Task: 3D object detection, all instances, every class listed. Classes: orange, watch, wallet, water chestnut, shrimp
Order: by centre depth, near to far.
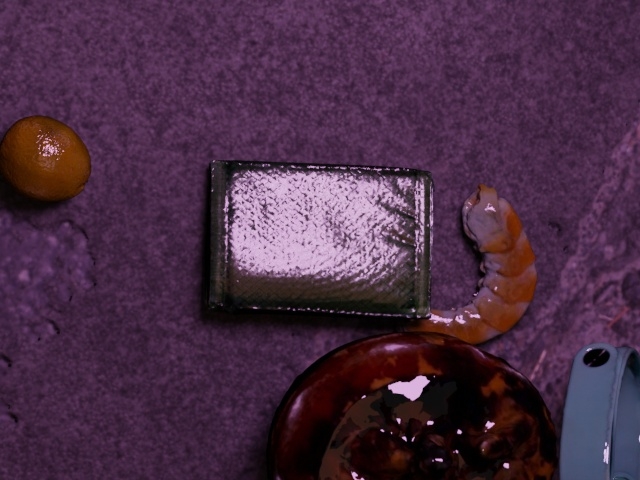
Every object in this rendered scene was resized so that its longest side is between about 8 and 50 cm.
[{"bbox_3d":[0.096,0.227,1.600,0.300,0.300,0.300,-1,93,-12],"label":"water chestnut"},{"bbox_3d":[-0.272,-0.080,1.602,0.095,0.085,0.085,27,87,-19],"label":"orange"},{"bbox_3d":[0.298,0.221,1.674,0.068,0.237,0.195,-1,130,23],"label":"watch"},{"bbox_3d":[0.000,0.000,1.675,0.236,0.055,0.160,3,88,-10],"label":"wallet"},{"bbox_3d":[0.145,0.033,1.720,0.166,0.049,0.161,-20,98,-2],"label":"shrimp"}]
